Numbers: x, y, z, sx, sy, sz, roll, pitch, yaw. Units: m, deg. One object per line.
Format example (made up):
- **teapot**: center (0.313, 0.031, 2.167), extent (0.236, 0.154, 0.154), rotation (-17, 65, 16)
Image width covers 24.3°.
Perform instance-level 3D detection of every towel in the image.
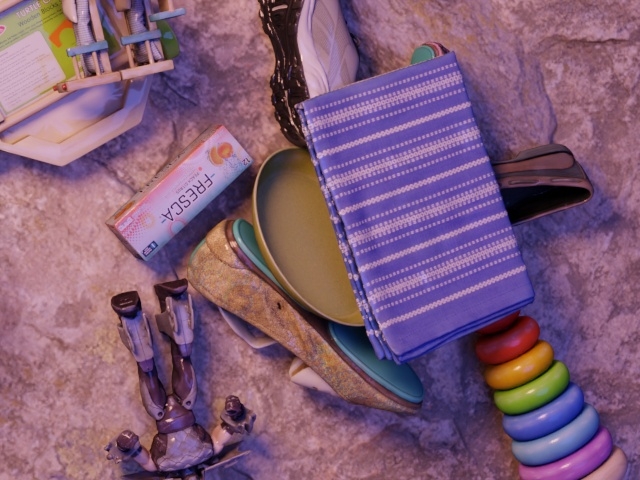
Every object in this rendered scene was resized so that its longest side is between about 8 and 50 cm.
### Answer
- **towel**: center (0.122, -0.042, 1.805), extent (0.243, 0.040, 0.336), rotation (-21, 94, -28)

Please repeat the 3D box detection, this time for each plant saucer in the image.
- **plant saucer**: center (0.000, 0.000, 1.812), extent (0.241, 0.037, 0.241), rotation (27, 47, -33)

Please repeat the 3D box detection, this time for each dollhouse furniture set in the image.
- **dollhouse furniture set**: center (-0.226, -0.237, 1.617), extent (0.129, 0.183, 0.129), rotation (-15, 99, -19)

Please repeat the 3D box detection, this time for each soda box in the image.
- **soda box**: center (-0.169, -0.059, 1.792), extent (0.183, 0.058, 0.063), rotation (-43, 107, -11)

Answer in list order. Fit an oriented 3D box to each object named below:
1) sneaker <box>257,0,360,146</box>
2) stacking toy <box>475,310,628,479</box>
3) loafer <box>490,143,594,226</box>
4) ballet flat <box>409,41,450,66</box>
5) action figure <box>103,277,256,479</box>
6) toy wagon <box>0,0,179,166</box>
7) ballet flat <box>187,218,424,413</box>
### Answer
- **sneaker**: center (-0.006, -0.256, 1.827), extent (0.108, 0.100, 0.272), rotation (-11, 101, -34)
- **stacking toy**: center (0.268, 0.186, 1.942), extent (0.141, 0.141, 0.330), rotation (-31, 99, -15)
- **loafer**: center (0.228, -0.050, 1.910), extent (0.267, 0.084, 0.096), rotation (-21, 138, -19)
- **ballet flat**: center (0.133, -0.141, 1.897), extent (0.079, 0.077, 0.221), rotation (16, 88, -40)
- **action figure**: center (-0.180, 0.196, 1.789), extent (0.185, 0.099, 0.285), rotation (-17, 103, -24)
- **toy wagon**: center (-0.334, -0.263, 1.711), extent (0.267, 0.068, 0.344), rotation (-32, 103, -16)
- **ballet flat**: center (-0.024, 0.114, 1.838), extent (0.348, 0.123, 0.123), rotation (42, 80, -17)
